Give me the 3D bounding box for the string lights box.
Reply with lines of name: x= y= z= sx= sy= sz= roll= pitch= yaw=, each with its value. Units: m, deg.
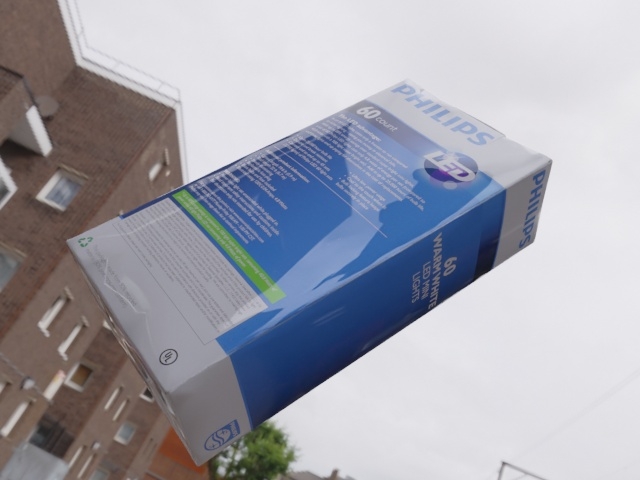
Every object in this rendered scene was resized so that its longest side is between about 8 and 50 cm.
string lights box: x=0.000 y=0.000 z=0.395 sx=0.133 sy=0.260 sz=0.076 roll=43 pitch=-29 yaw=38
